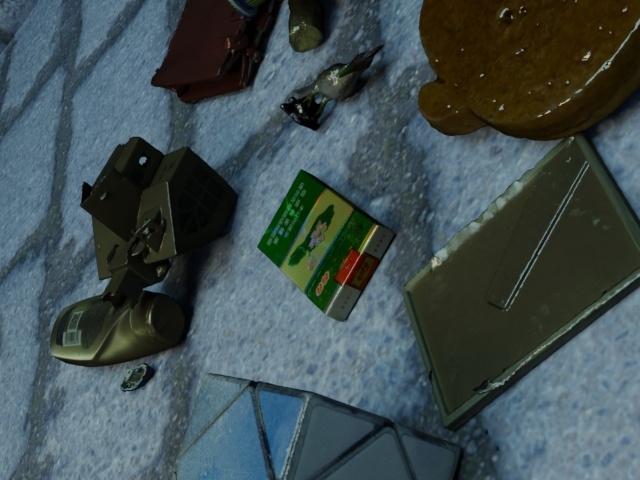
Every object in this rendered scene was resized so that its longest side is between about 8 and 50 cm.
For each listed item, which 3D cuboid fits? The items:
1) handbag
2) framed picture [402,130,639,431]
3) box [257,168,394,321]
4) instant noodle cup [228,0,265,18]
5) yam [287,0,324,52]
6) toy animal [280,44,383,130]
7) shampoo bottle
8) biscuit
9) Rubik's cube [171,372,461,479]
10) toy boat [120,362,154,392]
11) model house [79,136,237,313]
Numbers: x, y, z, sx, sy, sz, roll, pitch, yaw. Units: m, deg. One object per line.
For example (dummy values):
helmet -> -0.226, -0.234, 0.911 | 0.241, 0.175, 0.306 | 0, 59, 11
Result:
handbag -> -0.181, -0.384, 1.751 | 0.275, 0.084, 0.260 | 5, 70, 55
framed picture -> 0.198, 0.037, 0.982 | 0.281, 0.019, 0.209 | -44, 37, 28
box -> 0.000, 0.000, 1.270 | 0.132, 0.034, 0.235 | -59, 33, 7
instant noodle cup -> -0.038, -0.529, 1.439 | 0.312, 0.284, 0.284 | -24, 45, 14
yam -> -0.028, -0.411, 1.568 | 0.061, 0.061, 0.274 | -39, 39, 34
toy animal -> 0.018, -0.227, 1.374 | 0.202, 0.070, 0.105 | -32, 26, 46
shampoo bottle -> -0.342, 0.145, 1.608 | 0.350, 0.084, 0.126 | -14, 56, 49
biscuit -> 0.242, -0.256, 1.075 | 0.350, 0.070, 0.394 | -50, 35, 25
Rubik's cube -> -0.018, 0.263, 0.959 | 0.205, 0.207, 0.205 | -3, 65, 55
toy boat -> -0.297, 0.217, 1.541 | 0.083, 0.038, 0.038 | -36, 42, 38
model house -> -0.285, -0.012, 1.488 | 0.211, 0.204, 0.243 | -17, 42, 43
